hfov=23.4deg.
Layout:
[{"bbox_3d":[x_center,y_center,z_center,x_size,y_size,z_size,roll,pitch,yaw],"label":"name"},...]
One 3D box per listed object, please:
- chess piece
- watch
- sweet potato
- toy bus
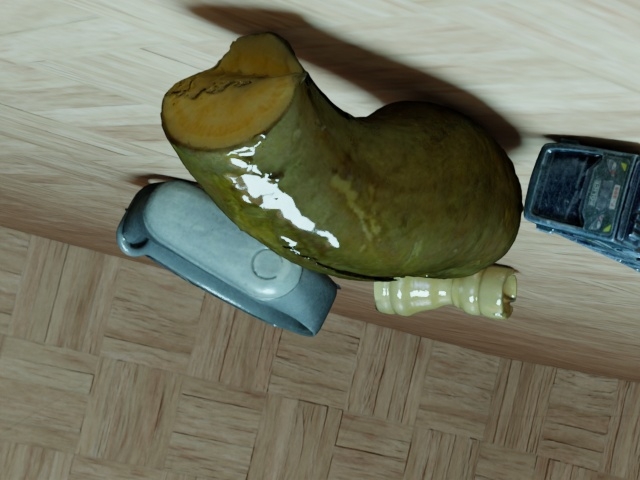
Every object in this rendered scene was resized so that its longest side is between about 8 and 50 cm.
[{"bbox_3d":[0.115,0.041,1.405,0.122,0.066,0.066,5,173,21],"label":"chess piece"},{"bbox_3d":[-0.084,0.016,1.367,0.206,0.068,0.193,27,169,6],"label":"watch"},{"bbox_3d":[0.035,-0.033,0.705,0.112,0.085,0.286,47,-159,20],"label":"sweet potato"},{"bbox_3d":[0.157,-0.009,0.759,0.065,0.047,0.166,15,177,33],"label":"toy bus"}]
